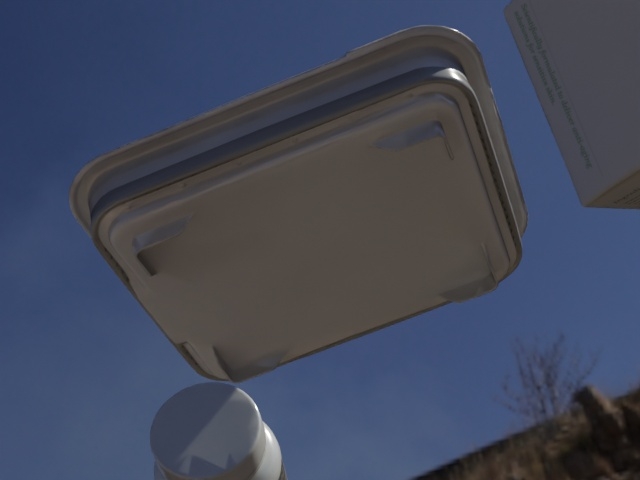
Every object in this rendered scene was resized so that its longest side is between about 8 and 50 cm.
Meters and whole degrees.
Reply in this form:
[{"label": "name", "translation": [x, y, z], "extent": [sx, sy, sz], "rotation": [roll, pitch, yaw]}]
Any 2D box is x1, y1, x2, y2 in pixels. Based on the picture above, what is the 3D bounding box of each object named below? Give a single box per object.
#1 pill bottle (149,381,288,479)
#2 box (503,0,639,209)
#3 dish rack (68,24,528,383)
[{"label": "pill bottle", "translation": [-0.059, 0.152, 0.663], "extent": [0.078, 0.078, 0.137], "rotation": [-9, -43, 0]}, {"label": "box", "translation": [0.149, -0.076, 0.431], "extent": [0.087, 0.101, 0.102], "rotation": [1, -27, -38]}, {"label": "dish rack", "translation": [0.000, 0.000, 0.858], "extent": [0.333, 0.072, 0.285], "rotation": [-21, -41, 7]}]
